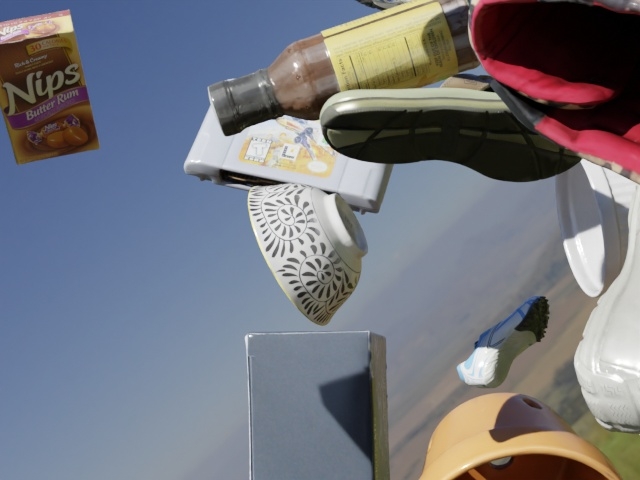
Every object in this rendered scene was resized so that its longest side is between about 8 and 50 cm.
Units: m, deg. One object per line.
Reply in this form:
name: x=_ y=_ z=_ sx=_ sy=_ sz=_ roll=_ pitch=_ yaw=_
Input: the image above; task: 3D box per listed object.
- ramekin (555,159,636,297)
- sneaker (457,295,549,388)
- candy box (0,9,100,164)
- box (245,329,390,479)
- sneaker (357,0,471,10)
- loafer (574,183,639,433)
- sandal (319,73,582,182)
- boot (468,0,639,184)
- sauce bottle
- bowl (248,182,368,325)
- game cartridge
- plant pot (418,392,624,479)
ramekin: x=0.397 y=-0.033 z=1.537 sx=0.109 sy=0.207 sz=0.207 roll=-10 pitch=-10 yaw=-3
sneaker: x=0.324 y=0.169 z=2.008 sx=0.086 sy=0.085 sz=0.237 roll=11 pitch=40 yaw=41
candy box: x=-0.345 y=-0.187 z=1.426 sx=0.109 sy=0.053 sz=0.186 roll=-13 pitch=-46 yaw=-9
box: x=0.006 y=0.310 z=2.039 sx=0.212 sy=0.293 sz=0.395 roll=-2 pitch=-6 yaw=7
sneaker: x=0.114 y=-0.361 z=1.590 sx=0.081 sy=0.211 sz=0.080 roll=83 pitch=-150 yaw=-65
loafer: x=0.294 y=0.018 z=0.889 sx=0.112 sy=0.112 sz=0.319 roll=-4 pitch=44 yaw=37
sandal: x=0.151 y=-0.133 z=1.193 sx=0.120 sy=0.303 sz=0.086 roll=109 pitch=164 yaw=-52
boot: x=0.172 y=-0.197 z=0.608 sx=0.284 sy=0.377 sz=0.138 roll=-48 pitch=-14 yaw=-23
sauce bottle: x=0.029 y=-0.219 z=1.463 sx=0.345 sy=0.111 sz=0.111 roll=-17 pitch=-6 yaw=2
bowl: x=0.000 y=0.000 z=1.242 sx=0.080 sy=0.170 sz=0.170 roll=-27 pitch=-2 yaw=15
game cartridge: x=-0.034 y=-0.150 z=1.720 sx=0.062 sy=0.297 sz=0.198 roll=86 pitch=-162 yaw=-58
plant pot: x=0.250 y=0.334 z=1.496 sx=0.291 sy=0.291 sz=0.203 roll=-45 pitch=17 yaw=18
